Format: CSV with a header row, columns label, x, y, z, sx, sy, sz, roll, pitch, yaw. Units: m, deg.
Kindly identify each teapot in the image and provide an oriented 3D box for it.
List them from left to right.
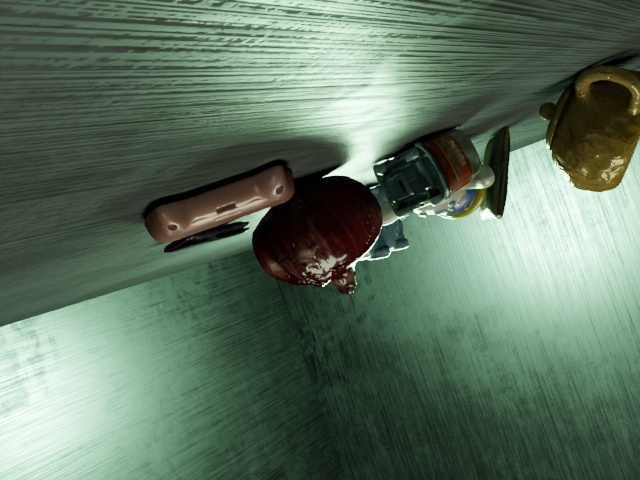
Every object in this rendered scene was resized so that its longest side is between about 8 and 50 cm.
label,x,y,z,sx,sy,sz,roll,pitch,yaw
teapot,0.438,-0.195,1.270,0.167,0.203,0.311,23,167,17

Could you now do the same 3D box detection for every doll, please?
label,x,y,z,sx,sy,sz,roll,pitch,yaw
doll,0.296,-0.141,1.771,0.242,0.160,0.311,-1,169,-36

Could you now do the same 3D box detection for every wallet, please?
label,x,y,z,sx,sy,sz,roll,pitch,yaw
wallet,-0.245,-0.009,1.675,0.165,0.030,0.111,-17,-178,-41

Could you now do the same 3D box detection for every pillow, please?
label,x,y,z,sx,sy,sz,roll,pitch,yaw
pillow,0.411,-0.153,1.841,0.052,0.208,0.212,4,-179,4

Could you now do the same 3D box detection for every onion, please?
label,x,y,z,sx,sy,sz,roll,pitch,yaw
onion,0.000,0.000,1.384,0.252,0.219,0.252,-23,-172,3

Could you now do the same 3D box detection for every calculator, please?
label,x,y,z,sx,sy,sz,roll,pitch,yaw
calculator,-0.140,-0.044,1.119,0.220,0.048,0.329,-21,-178,-8

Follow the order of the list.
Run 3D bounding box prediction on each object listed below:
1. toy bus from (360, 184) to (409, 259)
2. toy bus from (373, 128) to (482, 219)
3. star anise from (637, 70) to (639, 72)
label,x,y,z,sx,sy,sz,roll,pitch,yaw
toy bus,0.106,-0.047,2.241,0.231,0.197,0.294,-8,-173,30
toy bus,0.198,-0.127,1.439,0.119,0.121,0.265,-28,-179,-16
star anise,0.624,-0.312,1.416,0.158,0.144,0.141,-31,145,-59
